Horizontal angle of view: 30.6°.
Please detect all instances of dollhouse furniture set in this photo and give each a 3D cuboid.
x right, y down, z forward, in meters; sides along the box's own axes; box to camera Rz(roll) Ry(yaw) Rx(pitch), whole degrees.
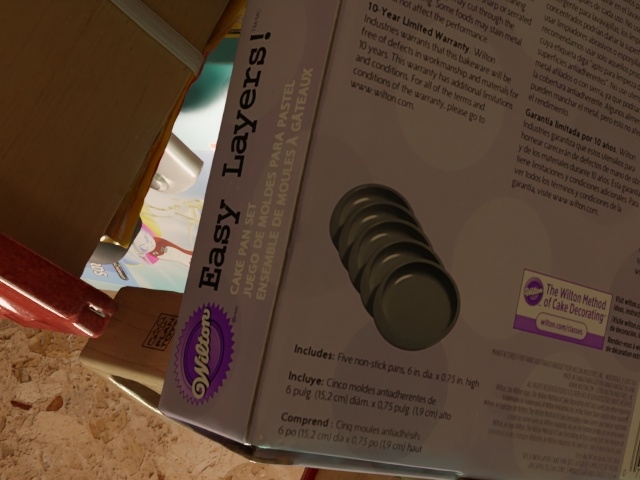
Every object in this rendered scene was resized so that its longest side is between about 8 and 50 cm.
[{"bbox_3d":[-0.032,-0.012,0.522,0.374,0.201,0.152,38,159,-33],"label":"dollhouse furniture set"}]

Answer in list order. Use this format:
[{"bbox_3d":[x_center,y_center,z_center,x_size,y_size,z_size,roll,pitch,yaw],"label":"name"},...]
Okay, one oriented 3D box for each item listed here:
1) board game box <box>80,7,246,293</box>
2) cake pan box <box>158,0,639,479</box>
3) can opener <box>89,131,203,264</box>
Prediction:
[{"bbox_3d":[-0.106,-0.058,0.746,0.336,0.079,0.253,5,147,19],"label":"board game box"},{"bbox_3d":[0.084,-0.027,0.469,0.267,0.245,0.070,13,178,-38],"label":"cake pan box"},{"bbox_3d":[-0.164,-0.098,0.564,0.074,0.093,0.280,-3,138,45],"label":"can opener"}]
